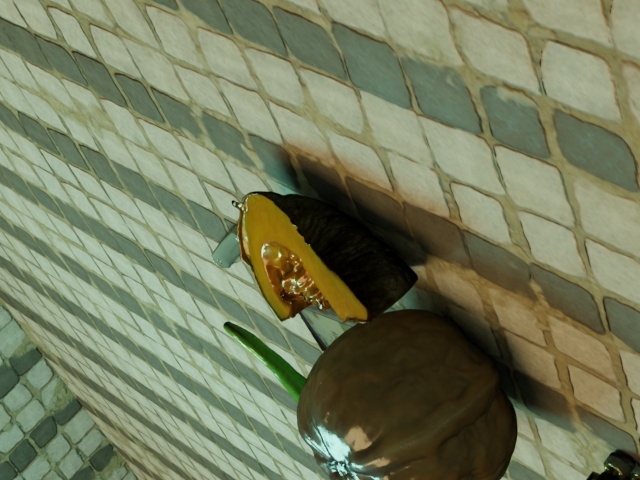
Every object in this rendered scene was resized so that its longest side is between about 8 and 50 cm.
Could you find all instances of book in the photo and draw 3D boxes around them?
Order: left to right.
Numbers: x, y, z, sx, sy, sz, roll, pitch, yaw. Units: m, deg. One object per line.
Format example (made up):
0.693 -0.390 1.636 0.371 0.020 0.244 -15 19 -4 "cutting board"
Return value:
0.064 0.149 1.862 0.231 0.026 0.157 17 148 51 "book"

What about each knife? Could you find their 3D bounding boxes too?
-0.116 0.011 1.926 0.044 0.023 0.162 40 160 -4 "knife"

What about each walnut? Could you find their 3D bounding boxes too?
0.101 0.203 1.606 0.248 0.248 0.248 37 159 16 "walnut"

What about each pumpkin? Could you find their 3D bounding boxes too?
0.004 -0.002 1.586 0.163 0.111 0.278 64 158 -10 "pumpkin"

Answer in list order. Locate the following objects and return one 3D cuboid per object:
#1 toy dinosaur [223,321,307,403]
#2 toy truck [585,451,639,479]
0.021 0.213 1.897 0.500 0.144 0.374 45 175 -21 "toy dinosaur"
0.366 0.314 1.522 0.227 0.098 0.114 18 152 54 "toy truck"
